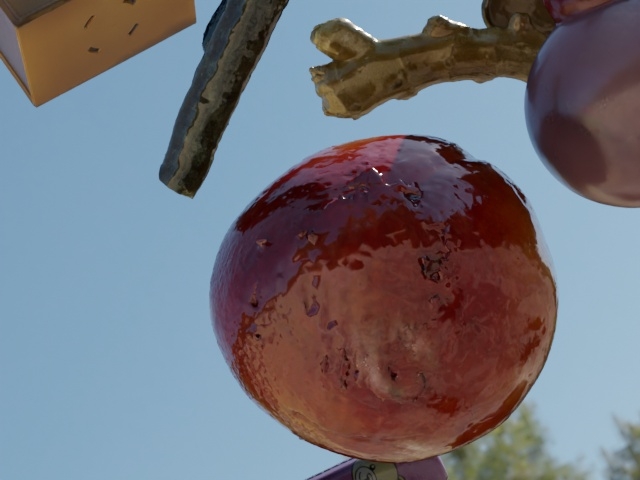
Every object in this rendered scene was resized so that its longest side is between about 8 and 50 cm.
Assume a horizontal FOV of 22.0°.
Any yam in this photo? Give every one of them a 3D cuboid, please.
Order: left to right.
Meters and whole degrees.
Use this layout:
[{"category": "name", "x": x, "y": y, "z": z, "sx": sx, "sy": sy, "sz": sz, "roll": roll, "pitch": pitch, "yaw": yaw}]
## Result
[{"category": "yam", "x": -0.093, "y": -0.174, "z": 1.653, "sx": 0.061, "sy": 0.061, "sz": 0.274, "roll": 14, "pitch": -77, "yaw": -58}]

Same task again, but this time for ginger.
[{"category": "ginger", "x": 0.134, "y": -0.201, "z": 1.878, "sx": 0.299, "sy": 0.065, "sz": 0.118, "roll": -4, "pitch": -67, "yaw": -10}]

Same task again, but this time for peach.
[{"category": "peach", "x": 0.066, "y": 0.052, "z": 1.652, "sx": 0.370, "sy": 0.370, "sz": 0.370, "roll": -21, "pitch": -22, "yaw": -9}]

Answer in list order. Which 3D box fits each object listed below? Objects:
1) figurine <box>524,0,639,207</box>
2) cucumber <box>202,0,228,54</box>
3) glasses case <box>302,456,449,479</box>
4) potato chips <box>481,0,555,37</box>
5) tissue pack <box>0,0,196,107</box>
[{"category": "figurine", "x": 0.313, "y": -0.154, "z": 1.677, "sx": 0.211, "sy": 0.269, "sz": 0.261, "roll": -37, "pitch": -44, "yaw": -41}, {"category": "cucumber", "x": -0.068, "y": -0.304, "z": 1.952, "sx": 0.067, "sy": 0.067, "sz": 0.245, "roll": 8, "pitch": -55, "yaw": -54}, {"category": "glasses case", "x": 0.026, "y": 0.360, "z": 2.161, "sx": 0.316, "sy": 0.123, "sz": 0.076, "roll": -22, "pitch": 2, "yaw": -20}, {"category": "potato chips", "x": 0.289, "y": -0.298, "z": 1.904, "sx": 0.208, "sy": 0.062, "sz": 0.195, "roll": -29, "pitch": -54, "yaw": 26}, {"category": "tissue pack", "x": -0.329, "y": -0.348, "z": 2.310, "sx": 0.274, "sy": 0.145, "sz": 0.194, "roll": -31, "pitch": -23, "yaw": -18}]
